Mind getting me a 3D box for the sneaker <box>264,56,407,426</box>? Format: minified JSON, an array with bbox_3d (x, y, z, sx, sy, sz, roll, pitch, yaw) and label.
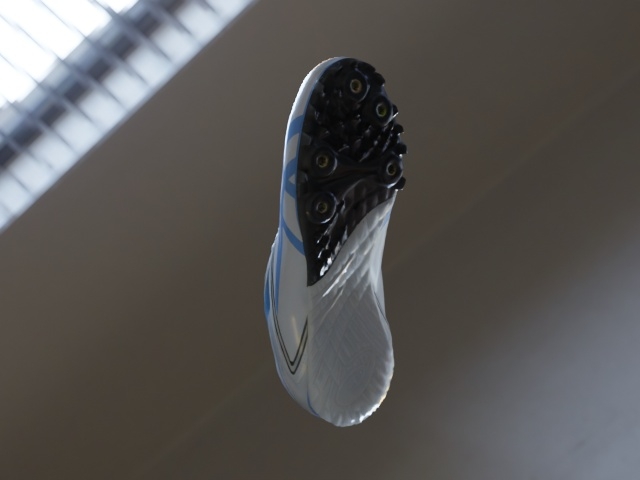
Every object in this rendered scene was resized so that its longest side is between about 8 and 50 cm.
[{"bbox_3d":[0.000,0.000,1.070,0.085,0.237,0.086,-18,-148,-33],"label":"sneaker"}]
